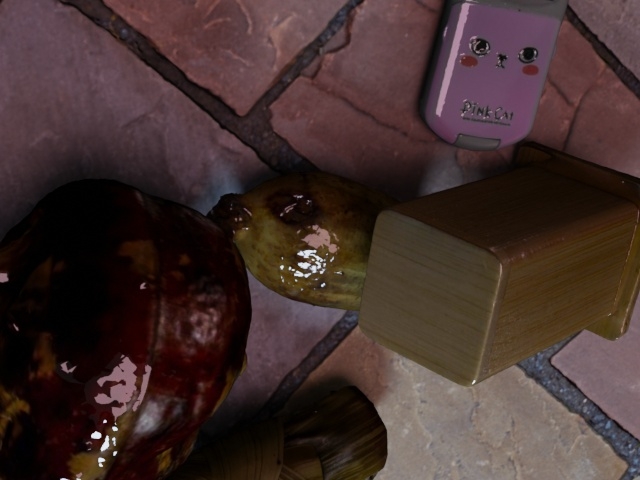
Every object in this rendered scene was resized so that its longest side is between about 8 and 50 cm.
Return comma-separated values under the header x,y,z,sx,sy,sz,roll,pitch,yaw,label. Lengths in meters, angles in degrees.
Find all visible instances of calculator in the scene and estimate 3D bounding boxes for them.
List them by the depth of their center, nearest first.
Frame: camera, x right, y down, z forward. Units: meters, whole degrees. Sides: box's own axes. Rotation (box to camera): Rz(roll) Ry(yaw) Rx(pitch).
x,y,z,sx,sy,sz,roll,pitch,yaw,label
0.194,-0.218,1.207,0.141,0.045,0.246,7,109,-20,calculator

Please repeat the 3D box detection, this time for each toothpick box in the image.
x,y,z,sx,sy,sz,roll,pitch,yaw,label
0.200,0.024,1.156,0.308,0.187,0.190,-15,124,-48,toothpick box

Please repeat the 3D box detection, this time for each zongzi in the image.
x,y,z,sx,sy,sz,roll,pitch,yaw,label
-0.056,0.250,1.217,0.286,0.134,0.288,-30,158,-9,zongzi

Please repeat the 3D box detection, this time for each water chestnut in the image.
x,y,z,sx,sy,sz,roll,pitch,yaw,label
-0.248,0.094,1.045,0.347,0.335,0.335,22,104,-39,water chestnut

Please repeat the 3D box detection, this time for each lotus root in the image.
x,y,z,sx,sy,sz,roll,pitch,yaw,label
0.000,0.000,1.194,0.260,0.128,0.145,16,116,-21,lotus root
